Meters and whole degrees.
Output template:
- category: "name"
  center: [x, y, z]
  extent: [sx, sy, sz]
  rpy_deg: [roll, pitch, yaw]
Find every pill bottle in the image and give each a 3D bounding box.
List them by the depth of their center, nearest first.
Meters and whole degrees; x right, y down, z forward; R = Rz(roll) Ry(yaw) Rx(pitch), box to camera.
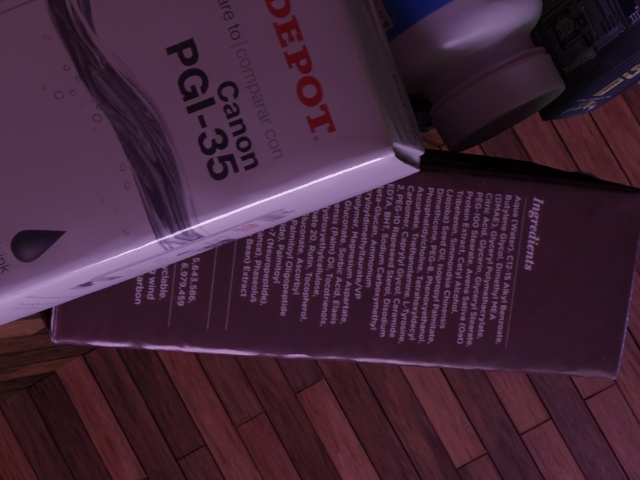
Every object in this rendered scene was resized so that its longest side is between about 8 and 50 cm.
- category: "pill bottle"
  center: [0.076, -0.178, 1.088]
  extent: [0.124, 0.221, 0.124]
  rpy_deg: [-29, 174, -4]

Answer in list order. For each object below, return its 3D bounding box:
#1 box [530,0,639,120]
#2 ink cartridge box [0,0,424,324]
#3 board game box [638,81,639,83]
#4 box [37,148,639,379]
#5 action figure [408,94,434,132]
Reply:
- category: "box"
  center: [0.184, -0.227, 1.118]
  extent: [0.059, 0.232, 0.183]
  rpy_deg: [-12, 164, -37]
- category: "ink cartridge box"
  center: [-0.113, -0.089, 0.832]
  extent: [0.283, 0.207, 0.117]
  rpy_deg: [-20, 176, 10]
- category: "board game box"
  center: [0.323, -0.236, 1.123]
  extent: [0.098, 0.224, 0.303]
  rpy_deg: [12, 112, -22]
- category: "box"
  center: [0.000, 0.000, 1.063]
  extent: [0.382, 0.143, 0.191]
  rpy_deg: [4, -173, -16]
- category: "action figure"
  center: [0.077, -0.218, 1.348]
  extent: [0.330, 0.178, 0.341]
  rpy_deg: [-21, -159, -14]
